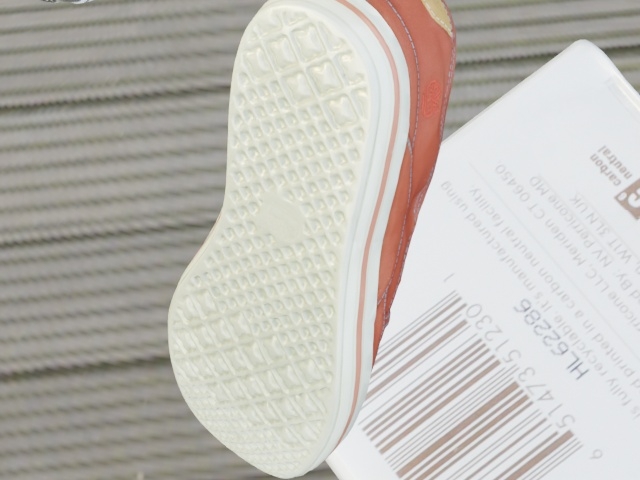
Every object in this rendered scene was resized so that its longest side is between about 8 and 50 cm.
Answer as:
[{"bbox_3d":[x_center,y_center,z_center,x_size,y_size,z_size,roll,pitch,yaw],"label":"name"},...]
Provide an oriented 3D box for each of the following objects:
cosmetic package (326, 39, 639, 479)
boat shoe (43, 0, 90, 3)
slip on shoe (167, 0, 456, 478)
[{"bbox_3d":[0.182,0.130,1.369,0.327,0.394,0.329,-38,68,-4],"label":"cosmetic package"},{"bbox_3d":[-0.260,-0.207,1.098,0.306,0.113,0.105,33,75,-40],"label":"boat shoe"},{"bbox_3d":[0.000,0.000,0.944,0.123,0.101,0.331,33,134,21],"label":"slip on shoe"}]
